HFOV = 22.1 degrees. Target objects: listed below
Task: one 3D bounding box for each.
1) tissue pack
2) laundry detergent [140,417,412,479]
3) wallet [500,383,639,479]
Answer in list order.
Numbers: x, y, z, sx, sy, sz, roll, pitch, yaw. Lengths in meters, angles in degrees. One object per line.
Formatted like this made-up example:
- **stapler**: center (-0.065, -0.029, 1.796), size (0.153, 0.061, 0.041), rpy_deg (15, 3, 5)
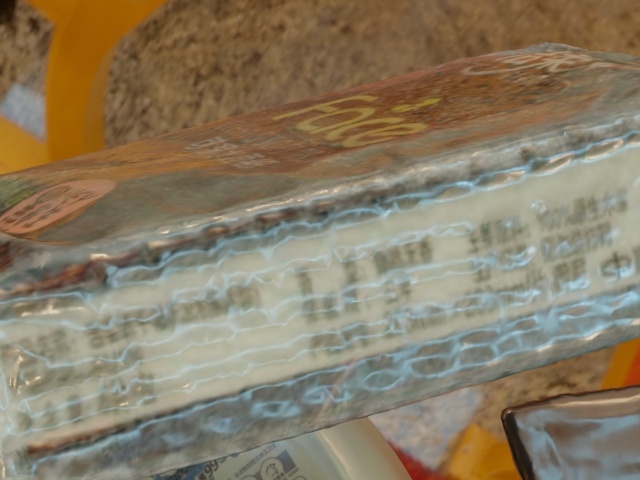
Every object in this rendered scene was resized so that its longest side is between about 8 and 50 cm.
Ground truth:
- **tissue pack**: center (0.000, 0.000, 0.667), size (0.316, 0.228, 0.103), rpy_deg (-15, 105, -14)
- **laundry detergent**: center (-0.056, 0.163, 0.910), size (0.105, 0.215, 0.280), rpy_deg (10, 35, -54)
- **wallet**: center (0.243, 0.208, 0.796), size (0.247, 0.041, 0.323), rpy_deg (-6, 64, -20)
